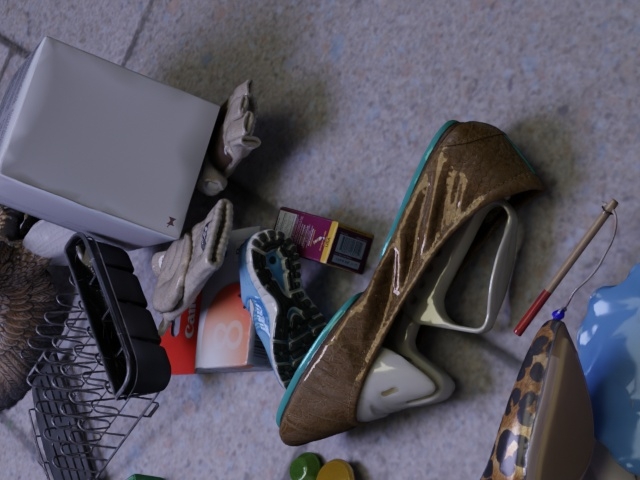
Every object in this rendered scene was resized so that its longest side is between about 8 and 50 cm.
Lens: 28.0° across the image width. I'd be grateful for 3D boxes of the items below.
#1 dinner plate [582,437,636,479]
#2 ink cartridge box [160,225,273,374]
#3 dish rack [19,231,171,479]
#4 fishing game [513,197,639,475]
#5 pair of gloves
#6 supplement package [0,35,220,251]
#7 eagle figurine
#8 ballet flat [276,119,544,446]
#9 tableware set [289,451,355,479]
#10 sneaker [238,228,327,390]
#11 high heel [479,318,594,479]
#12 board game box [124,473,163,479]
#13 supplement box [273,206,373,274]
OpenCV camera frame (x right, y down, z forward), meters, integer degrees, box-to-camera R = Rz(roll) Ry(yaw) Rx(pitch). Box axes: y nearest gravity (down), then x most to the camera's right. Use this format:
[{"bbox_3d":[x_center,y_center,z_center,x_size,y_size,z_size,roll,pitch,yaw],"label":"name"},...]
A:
[{"bbox_3d":[0.189,0.211,1.028,0.141,0.017,0.141,-17,65,40],"label":"dinner plate"},{"bbox_3d":[-0.118,0.065,1.343,0.179,0.045,0.145,-7,72,39],"label":"ink cartridge box"},{"bbox_3d":[-0.265,0.152,1.414,0.271,0.074,0.208,-53,46,31],"label":"dish rack"},{"bbox_3d":[0.278,0.091,0.966,0.264,0.041,0.189,42,107,34],"label":"fishing game"},{"bbox_3d":[-0.117,-0.036,1.319,0.204,0.042,0.240,-42,34,52],"label":"pair of gloves"},{"bbox_3d":[-0.241,-0.093,1.347,0.203,0.194,0.149,-10,61,67],"label":"supplement package"},{"bbox_3d":[-0.407,0.057,1.507,0.298,0.226,0.225,-64,6,-15],"label":"eagle figurine"},{"bbox_3d":[0.087,0.062,1.123,0.124,0.116,0.342,34,98,24],"label":"ballet flat"},{"bbox_3d":[0.018,0.254,1.173,0.154,0.024,0.104,12,83,46],"label":"tableware set"},{"bbox_3d":[-0.040,0.068,1.241,0.073,0.063,0.162,-2,102,64],"label":"sneaker"},{"bbox_3d":[0.116,0.176,1.018,0.186,0.093,0.261,14,103,44],"label":"high heel"},{"bbox_3d":[-0.264,0.414,1.369,0.317,0.046,0.213,-36,56,30],"label":"board game box"},{"bbox_3d":[0.000,0.000,1.243,0.083,0.055,0.043,17,89,46],"label":"supplement box"}]
